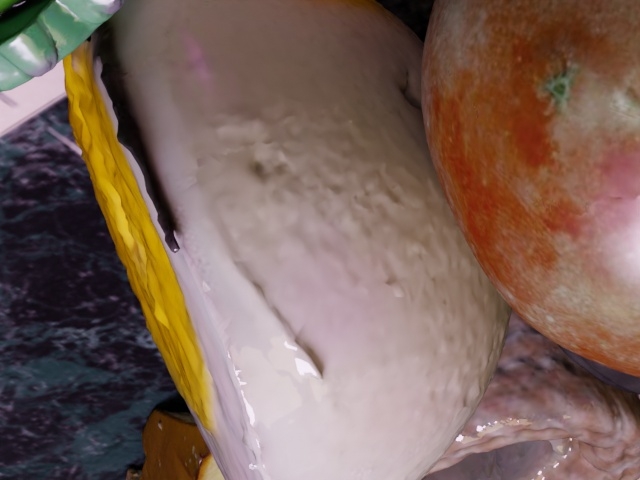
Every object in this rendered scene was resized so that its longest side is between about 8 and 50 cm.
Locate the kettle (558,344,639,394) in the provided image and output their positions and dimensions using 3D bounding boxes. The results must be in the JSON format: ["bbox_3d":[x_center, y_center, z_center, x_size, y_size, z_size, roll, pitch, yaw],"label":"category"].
[{"bbox_3d":[0.218,-0.057,1.063,0.321,0.228,0.324,38,129,-13],"label":"kettle"}]

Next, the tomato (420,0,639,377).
[{"bbox_3d":[0.164,-0.064,0.840,0.270,0.270,0.222,-41,163,34],"label":"tomato"}]

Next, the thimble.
[{"bbox_3d":[0.103,0.116,1.291,0.196,0.148,0.229,16,138,-34],"label":"thimble"}]

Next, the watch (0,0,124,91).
[{"bbox_3d":[-0.169,-0.155,0.895,0.131,0.165,0.152,-27,115,22],"label":"watch"}]

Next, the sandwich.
[{"bbox_3d":[-0.083,0.180,1.376,0.090,0.088,0.244,-3,139,-24],"label":"sandwich"}]

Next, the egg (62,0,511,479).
[{"bbox_3d":[0.000,0.000,1.000,0.201,0.337,0.337,-21,143,-6],"label":"egg"}]
